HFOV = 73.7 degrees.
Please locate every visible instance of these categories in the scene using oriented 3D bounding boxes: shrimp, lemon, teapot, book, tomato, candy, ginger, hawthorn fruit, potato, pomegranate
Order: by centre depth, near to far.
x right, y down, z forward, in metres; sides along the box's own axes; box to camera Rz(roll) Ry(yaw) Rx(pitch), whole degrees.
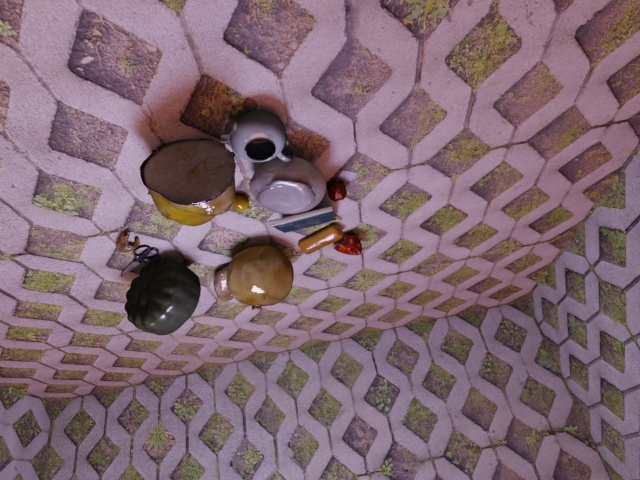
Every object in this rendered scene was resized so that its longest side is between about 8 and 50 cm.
[{"bbox_3d":[-0.210,-0.346,1.456,0.294,0.129,0.193,17,139,-37],"label":"teapot"},{"bbox_3d":[-0.414,-0.160,1.488,0.397,0.290,0.296,22,149,24],"label":"potato"},{"bbox_3d":[-0.123,-0.214,1.646,0.295,0.185,0.295,4,150,2],"label":"candy"},{"bbox_3d":[-0.331,-0.153,1.779,0.065,0.065,0.092,-28,146,24],"label":"lemon"},{"bbox_3d":[0.069,-0.216,1.815,0.081,0.081,0.093,-14,119,3],"label":"hawthorn fruit"},{"bbox_3d":[-0.064,-0.085,1.848,0.264,0.031,0.379,-13,177,2],"label":"book"},{"bbox_3d":[-0.839,0.009,1.880,0.095,0.045,0.162,11,140,-32],"label":"shrimp"},{"bbox_3d":[-0.293,0.184,2.095,0.333,0.332,0.332,-9,148,-6],"label":"pomegranate"},{"bbox_3d":[0.144,0.013,2.181,0.159,0.091,0.139,-5,150,45],"label":"tomato"},{"bbox_3d":[-0.495,0.227,2.256,0.152,0.138,0.267,2,141,-30],"label":"ginger"}]

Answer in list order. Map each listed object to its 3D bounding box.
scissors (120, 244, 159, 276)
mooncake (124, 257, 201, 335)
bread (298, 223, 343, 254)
[{"bbox_3d":[-0.883,0.106,2.041,0.300,0.022,0.109,-33,139,32],"label":"scissors"},{"bbox_3d":[-0.755,0.262,2.022,0.356,0.356,0.194,-24,141,19],"label":"mooncake"},{"bbox_3d":[0.000,0.000,2.124,0.239,0.074,0.092,-27,150,23],"label":"bread"}]
